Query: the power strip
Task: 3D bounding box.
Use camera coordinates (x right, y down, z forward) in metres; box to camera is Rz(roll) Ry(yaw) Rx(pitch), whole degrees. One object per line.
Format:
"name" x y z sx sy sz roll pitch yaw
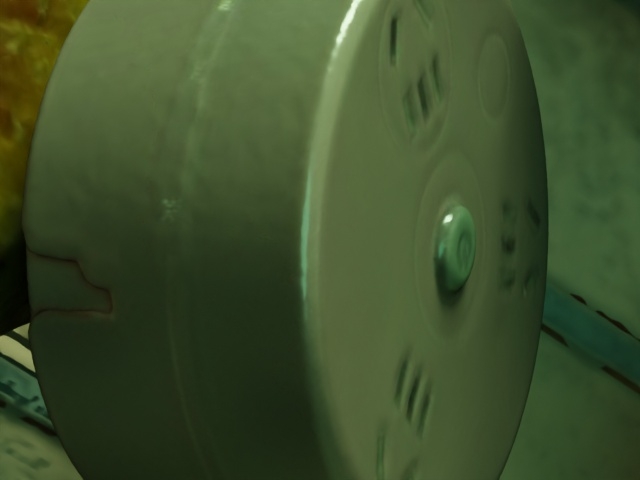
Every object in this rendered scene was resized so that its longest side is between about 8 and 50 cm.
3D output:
"power strip" 0.000 0.000 0.458 0.078 0.154 0.154 1 85 27

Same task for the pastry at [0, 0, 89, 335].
"pastry" -0.136 -0.043 0.427 0.182 0.093 0.192 59 40 -8
